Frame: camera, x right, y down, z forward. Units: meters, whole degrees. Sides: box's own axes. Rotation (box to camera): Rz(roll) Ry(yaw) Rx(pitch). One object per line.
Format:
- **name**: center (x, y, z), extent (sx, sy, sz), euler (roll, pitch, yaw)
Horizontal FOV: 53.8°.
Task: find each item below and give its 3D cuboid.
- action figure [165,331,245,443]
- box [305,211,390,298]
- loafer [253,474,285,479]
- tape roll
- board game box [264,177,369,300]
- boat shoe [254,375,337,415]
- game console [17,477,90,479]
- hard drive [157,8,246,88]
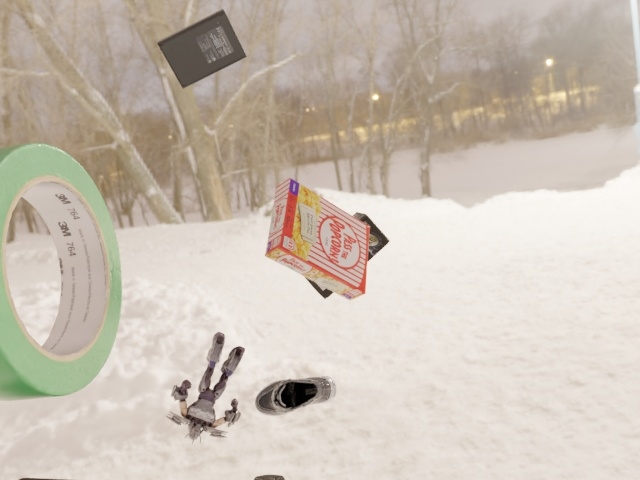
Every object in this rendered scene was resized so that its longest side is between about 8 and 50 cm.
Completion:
- **action figure**: center (-0.288, 0.390, 1.638), extent (0.099, 0.185, 0.285), euler (-41, 26, 49)
- **box**: center (0.045, 0.028, 1.332), extent (0.180, 0.077, 0.147), euler (-42, 7, -1)
- **loafer**: center (-0.068, 0.375, 0.859), extent (0.062, 0.061, 0.170), euler (0, -3, 0)
- **tape roll**: center (-0.363, 0.039, 0.810), extent (0.077, 0.321, 0.321), euler (-8, 10, 9)
- **board game box**: center (0.000, 0.000, 1.099), extent (0.193, 0.146, 0.045), euler (29, -40, -31)
- **boat shoe**: center (-0.097, 0.463, 1.870), extent (0.301, 0.108, 0.102), euler (-17, -18, 35)
- **game console**: center (-0.361, 0.495, 0.947), extent (0.387, 0.060, 0.342), euler (1, 19, 5)
- **hard drive**: center (-0.217, -0.350, 1.158), extent (0.135, 0.094, 0.022), euler (-26, 32, 0)
